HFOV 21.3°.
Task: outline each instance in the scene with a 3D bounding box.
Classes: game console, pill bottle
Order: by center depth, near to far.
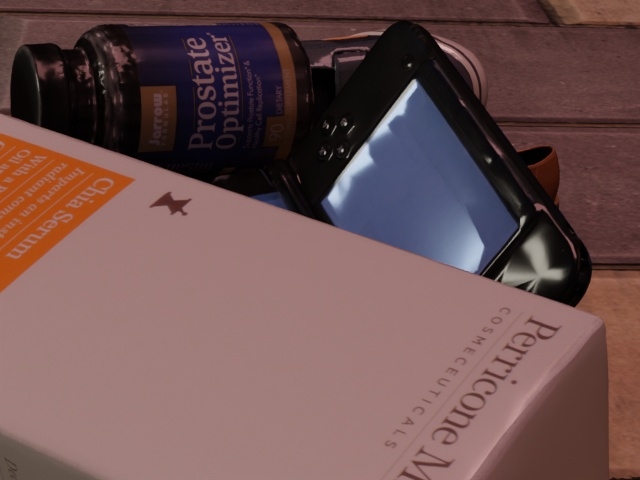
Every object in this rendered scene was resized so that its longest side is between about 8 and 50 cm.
[{"bbox_3d":[0.000,0.000,1.177,0.173,0.250,0.293,15,32,-40],"label":"game console"},{"bbox_3d":[-0.126,-0.110,1.342,0.219,0.122,0.123,-5,26,-24],"label":"pill bottle"}]

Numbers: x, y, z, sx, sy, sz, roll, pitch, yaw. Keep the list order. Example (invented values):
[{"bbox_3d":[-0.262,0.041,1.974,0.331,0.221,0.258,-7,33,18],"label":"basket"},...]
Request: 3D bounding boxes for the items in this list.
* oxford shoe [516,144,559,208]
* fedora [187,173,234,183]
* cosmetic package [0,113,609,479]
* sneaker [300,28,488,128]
[{"bbox_3d":[0.112,-0.048,1.483,0.212,0.076,0.076,-10,30,-23],"label":"oxford shoe"},{"bbox_3d":[-0.131,-0.010,1.366,0.194,0.079,0.194,7,24,-3],"label":"fedora"},{"bbox_3d":[-0.086,0.098,0.983,0.453,0.161,0.230,19,46,30],"label":"cosmetic package"},{"bbox_3d":[-0.011,-0.128,1.587,0.321,0.126,0.127,2,18,25],"label":"sneaker"}]
